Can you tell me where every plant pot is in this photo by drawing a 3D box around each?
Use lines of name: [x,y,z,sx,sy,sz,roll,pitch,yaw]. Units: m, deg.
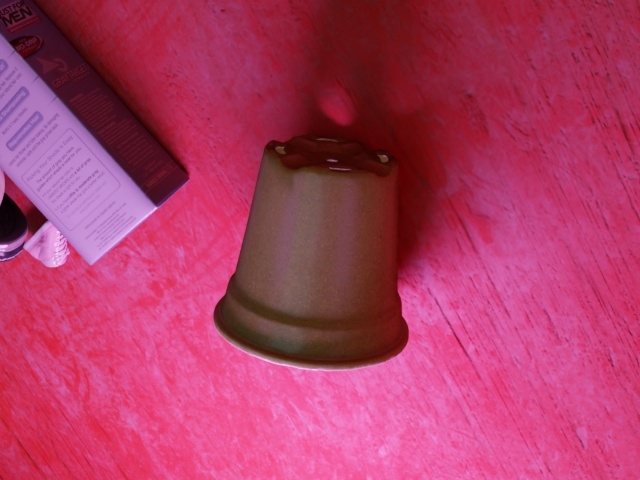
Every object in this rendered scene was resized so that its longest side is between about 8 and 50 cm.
plant pot: [0.000,0.000,1.348,0.276,0.276,0.254,13,111,17]

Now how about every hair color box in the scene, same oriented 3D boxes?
hair color box: [-0.397,-0.166,1.502,0.185,0.113,0.374,-35,100,35]

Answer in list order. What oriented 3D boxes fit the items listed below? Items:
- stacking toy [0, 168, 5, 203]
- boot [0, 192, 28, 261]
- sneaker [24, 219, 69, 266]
stacking toy: [-0.664,-0.123,1.559,0.330,0.141,0.141,23,125,18]
boot: [-0.655,0.030,1.715,0.377,0.138,0.284,19,123,18]
sneaker: [-0.434,-0.002,1.653,0.070,0.051,0.134,47,129,-8]
